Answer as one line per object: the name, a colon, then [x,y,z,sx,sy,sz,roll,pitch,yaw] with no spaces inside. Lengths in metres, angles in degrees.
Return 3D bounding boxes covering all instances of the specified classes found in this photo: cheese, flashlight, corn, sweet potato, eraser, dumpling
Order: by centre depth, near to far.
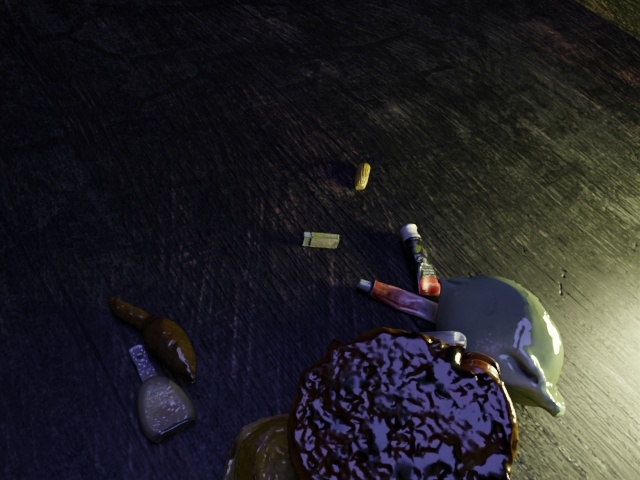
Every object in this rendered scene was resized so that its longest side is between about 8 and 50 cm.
cheese: [-0.307,0.273,1.022,0.097,0.037,0.192,-21,59,-27]
sweet potato: [-0.315,0.181,1.077,0.269,0.074,0.075,33,51,26]
flashlight: [0.209,0.205,1.093,0.093,0.200,0.047,13,75,-26]
dumpling: [0.381,0.198,1.120,0.270,0.211,0.320,9,59,-8]
eraser: [0.000,0.000,1.313,0.083,0.038,0.019,6,52,-8]
corn: [0.111,-0.173,1.482,0.037,0.037,0.092,15,53,0]

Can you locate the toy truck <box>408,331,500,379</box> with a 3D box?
toy truck: [0.175,0.302,0.988,0.288,0.211,0.204,19,50,8]

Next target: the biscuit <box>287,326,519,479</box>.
biscuit: [0.118,0.278,0.826,0.334,0.081,0.289,2,65,7]

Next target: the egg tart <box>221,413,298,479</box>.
egg tart: [-0.060,0.401,0.937,0.232,0.098,0.252,38,50,15]

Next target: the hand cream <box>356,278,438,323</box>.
hand cream: [0.185,0.137,1.246,0.216,0.038,0.052,20,77,0]

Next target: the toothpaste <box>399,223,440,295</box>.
toothpaste: [0.239,0.050,1.321,0.071,0.045,0.193,7,51,-27]
